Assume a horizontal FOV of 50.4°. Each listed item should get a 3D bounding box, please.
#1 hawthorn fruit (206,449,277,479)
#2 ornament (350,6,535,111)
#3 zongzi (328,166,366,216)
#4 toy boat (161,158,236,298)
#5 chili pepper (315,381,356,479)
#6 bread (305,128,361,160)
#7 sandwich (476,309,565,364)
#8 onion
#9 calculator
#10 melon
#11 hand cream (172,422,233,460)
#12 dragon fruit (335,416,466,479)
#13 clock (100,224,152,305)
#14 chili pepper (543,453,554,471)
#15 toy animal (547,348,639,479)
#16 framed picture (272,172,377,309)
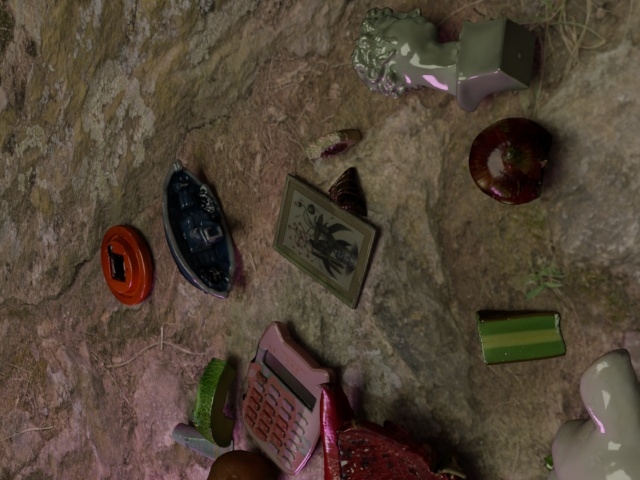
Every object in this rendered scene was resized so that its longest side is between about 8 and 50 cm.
[{"bbox_3d":[-0.150,0.524,1.454,0.188,0.149,0.149,6,108,-1],"label":"hawthorn fruit"},{"bbox_3d":[0.168,-0.255,0.970,0.285,0.120,0.130,24,95,38],"label":"ornament"},{"bbox_3d":[0.042,-0.075,1.161,0.067,0.073,0.083,-41,71,26],"label":"zongzi"},{"bbox_3d":[-0.251,-0.022,1.406,0.142,0.129,0.309,-33,75,56],"label":"toy boat"},{"bbox_3d":[0.034,0.420,1.239,0.091,0.137,0.369,-8,95,21],"label":"chili pepper"},{"bbox_3d":[0.024,-0.164,1.162,0.083,0.070,0.035,-25,83,38],"label":"bread"},{"bbox_3d":[0.297,0.138,1.018,0.116,0.074,0.074,-8,94,11],"label":"sandwich"},{"bbox_3d":[0.257,-0.109,0.926,0.118,0.118,0.117,13,86,41],"label":"onion"},{"bbox_3d":[-0.072,0.329,1.382,0.220,0.048,0.330,39,126,29],"label":"calculator"},{"bbox_3d":[-0.230,0.357,1.493,0.064,0.118,0.210,13,96,26],"label":"melon"},{"bbox_3d":[-0.274,0.481,1.608,0.174,0.047,0.076,11,106,32],"label":"hand cream"},{"bbox_3d":[0.149,0.421,1.141,0.204,0.152,0.317,-3,102,13],"label":"dragon fruit"},{"bbox_3d":[-0.492,0.062,1.705,0.205,0.051,0.206,13,109,41],"label":"clock"},{"bbox_3d":[0.366,0.338,0.984,0.091,0.030,0.034,18,86,37],"label":"chili pepper"},{"bbox_3d":[0.370,0.317,0.825,0.196,0.241,0.368,20,105,19],"label":"toy animal"},{"bbox_3d":[0.000,0.000,1.251,0.231,0.010,0.173,34,126,33],"label":"framed picture"}]
